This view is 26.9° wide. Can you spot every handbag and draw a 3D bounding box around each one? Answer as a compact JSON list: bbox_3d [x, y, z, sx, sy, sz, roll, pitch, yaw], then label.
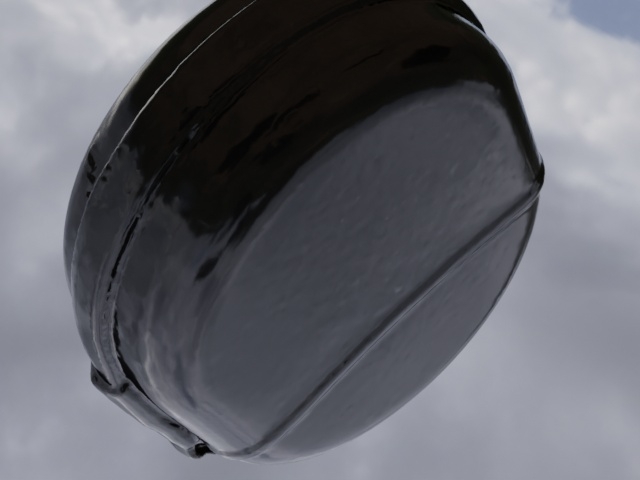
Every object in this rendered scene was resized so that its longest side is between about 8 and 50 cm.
[{"bbox_3d":[0.001,0.001,0.666,0.093,0.254,0.308,41,173,30],"label":"handbag"}]
